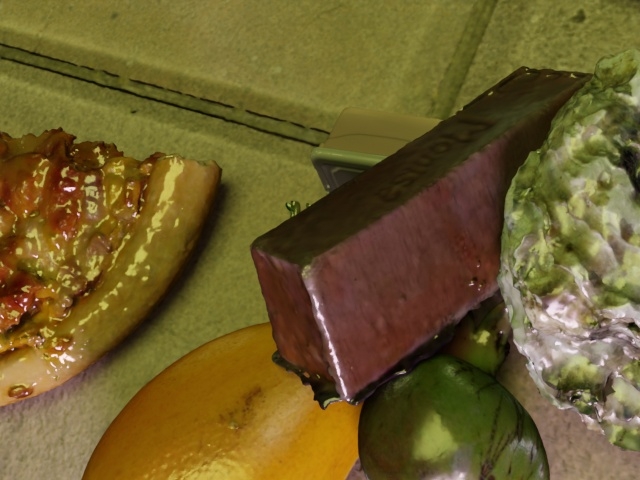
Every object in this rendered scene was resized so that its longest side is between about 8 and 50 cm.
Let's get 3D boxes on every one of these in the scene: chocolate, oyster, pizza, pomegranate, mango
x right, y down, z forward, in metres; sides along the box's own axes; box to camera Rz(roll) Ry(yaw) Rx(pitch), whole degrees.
[{"bbox_3d":[0.090,-0.017,0.774,0.321,0.111,0.112,-34,31,-22],"label":"chocolate"},{"bbox_3d":[0.215,0.017,0.731,0.198,0.112,0.267,-32,101,-30],"label":"oyster"},{"bbox_3d":[-0.279,0.009,0.978,0.409,0.114,0.277,-24,68,6],"label":"pizza"},{"bbox_3d":[0.106,0.132,0.775,0.131,0.152,0.191,0,48,26],"label":"pomegranate"},{"bbox_3d":[-0.061,0.153,0.820,0.257,0.138,0.187,-47,35,-20],"label":"mango"}]

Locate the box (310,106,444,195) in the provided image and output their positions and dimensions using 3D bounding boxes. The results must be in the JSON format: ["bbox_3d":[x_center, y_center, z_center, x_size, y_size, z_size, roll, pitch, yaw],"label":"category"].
[{"bbox_3d":[0.062,-0.066,0.896,0.122,0.089,0.062,11,62,23],"label":"box"}]

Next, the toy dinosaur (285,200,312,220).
[{"bbox_3d":[-0.001,0.000,0.929,0.120,0.029,0.060,12,89,18],"label":"toy dinosaur"}]
